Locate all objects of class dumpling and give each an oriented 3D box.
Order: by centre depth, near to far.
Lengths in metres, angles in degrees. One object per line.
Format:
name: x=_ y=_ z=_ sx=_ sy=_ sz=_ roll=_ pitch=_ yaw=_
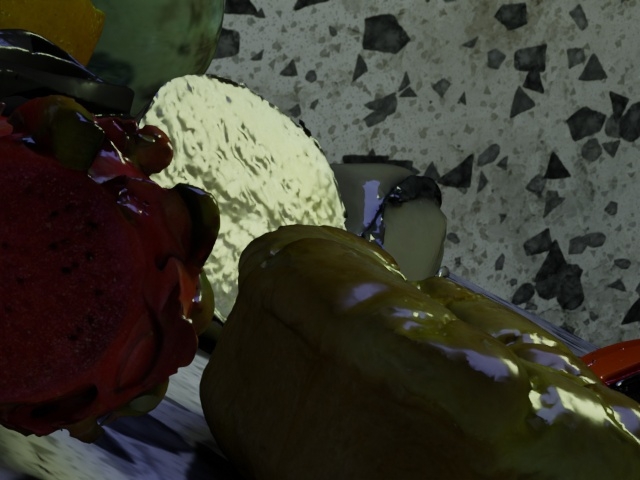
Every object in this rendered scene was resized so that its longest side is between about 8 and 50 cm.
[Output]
dumpling: x=0.012 y=-0.012 z=1.788 sx=0.204 sy=0.163 sz=0.293 roll=35 pitch=18 yaw=23

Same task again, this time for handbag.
handbag: x=-0.254 y=-0.096 z=1.379 sx=0.285 sy=0.113 sz=0.257 roll=32 pitch=12 yaw=32

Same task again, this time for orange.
orange: x=-0.327 y=-0.205 z=1.726 sx=0.237 sy=0.158 sz=0.179 roll=34 pitch=-33 yaw=2

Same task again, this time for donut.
donut: x=0.044 y=0.085 z=0.947 sx=0.208 sy=0.128 sz=0.261 roll=26 pitch=4 yaw=-16

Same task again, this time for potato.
potato: x=-0.079 y=0.000 z=1.285 sx=0.202 sy=0.182 sz=0.117 roll=34 pitch=-42 yaw=-30

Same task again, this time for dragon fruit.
dragon fruit: x=-0.131 y=0.003 z=0.759 sx=0.208 sy=0.133 sz=0.150 roll=19 pitch=4 yaw=43

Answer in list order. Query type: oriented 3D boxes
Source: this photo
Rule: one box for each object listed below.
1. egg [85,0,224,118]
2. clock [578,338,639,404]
egg: x=-0.293 y=-0.298 z=1.976 sx=0.428 sy=0.345 sz=0.345 roll=43 pitch=4 yaw=2
clock: x=0.299 y=0.145 z=1.724 sx=0.205 sy=0.205 sz=0.051 roll=34 pitch=-37 yaw=55
